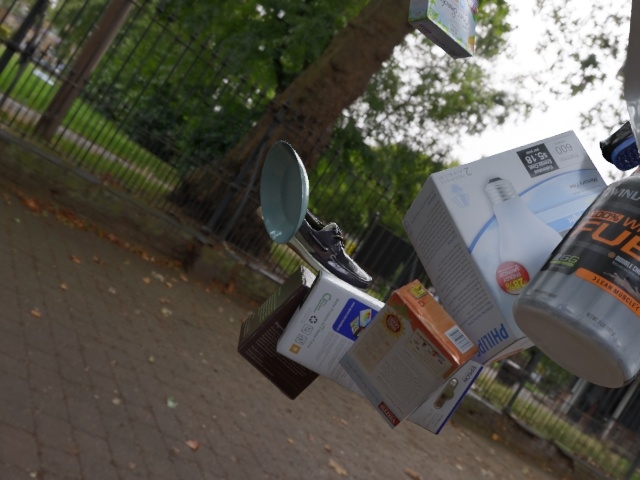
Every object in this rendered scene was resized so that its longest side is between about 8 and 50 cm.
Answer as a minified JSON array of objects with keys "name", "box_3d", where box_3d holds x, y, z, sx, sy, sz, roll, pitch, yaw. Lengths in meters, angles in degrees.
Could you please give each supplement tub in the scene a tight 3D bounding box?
[{"name":"supplement tub","box_3d":[0.480,0.044,1.050,0.207,0.338,0.207,39,-12,10]}]

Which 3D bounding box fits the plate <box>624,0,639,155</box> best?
[{"name":"plate","box_3d":[0.328,-0.198,0.608,0.045,0.278,0.277,-1,-53,16]}]

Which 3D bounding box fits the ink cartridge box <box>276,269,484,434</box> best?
[{"name":"ink cartridge box","box_3d":[0.115,0.221,1.304,0.371,0.175,0.069,30,12,-6]}]

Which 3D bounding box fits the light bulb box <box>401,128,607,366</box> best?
[{"name":"light bulb box","box_3d":[0.419,0.017,1.372,0.225,0.358,0.361,108,-40,-65]}]

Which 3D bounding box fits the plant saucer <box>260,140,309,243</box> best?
[{"name":"plant saucer","box_3d":[-0.061,-0.090,1.255,0.037,0.195,0.195,-2,16,-27]}]

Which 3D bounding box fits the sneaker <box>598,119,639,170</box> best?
[{"name":"sneaker","box_3d":[0.659,-0.224,1.296,0.081,0.232,0.090,56,13,-30]}]

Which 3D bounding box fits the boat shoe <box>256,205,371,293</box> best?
[{"name":"boat shoe","box_3d":[0.000,0.000,1.376,0.285,0.092,0.103,40,15,3]}]

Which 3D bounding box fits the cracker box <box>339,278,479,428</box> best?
[{"name":"cracker box","box_3d":[0.143,0.198,1.137,0.067,0.232,0.155,-23,65,-42]}]

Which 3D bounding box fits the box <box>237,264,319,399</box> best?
[{"name":"box","box_3d":[-0.049,0.194,1.433,0.167,0.203,0.168,45,7,-10]}]

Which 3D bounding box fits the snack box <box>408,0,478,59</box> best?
[{"name":"snack box","box_3d":[0.184,-0.341,0.981,0.037,0.100,0.141,2,-8,40]}]
